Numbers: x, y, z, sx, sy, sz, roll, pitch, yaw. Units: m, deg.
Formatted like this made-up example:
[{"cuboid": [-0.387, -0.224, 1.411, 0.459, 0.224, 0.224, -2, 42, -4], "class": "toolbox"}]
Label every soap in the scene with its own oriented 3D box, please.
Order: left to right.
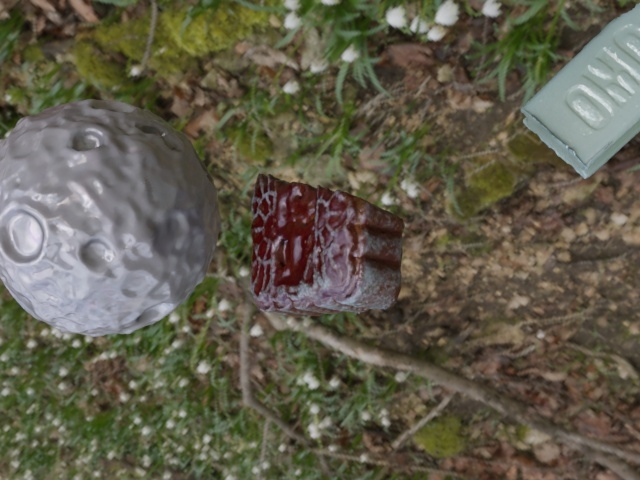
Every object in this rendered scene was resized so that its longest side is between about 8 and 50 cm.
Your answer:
[{"cuboid": [0.352, -0.183, 0.880, 0.114, 0.198, 0.063, 48, -173, 22], "class": "soap"}]

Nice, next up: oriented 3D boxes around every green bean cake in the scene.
[{"cuboid": [0.000, 0.000, 0.970, 0.097, 0.199, 0.232, 13, 168, -42], "class": "green bean cake"}]

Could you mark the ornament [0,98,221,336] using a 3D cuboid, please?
[{"cuboid": [-0.299, -0.036, 1.042, 0.337, 0.337, 0.337, 40, 174, 5], "class": "ornament"}]
